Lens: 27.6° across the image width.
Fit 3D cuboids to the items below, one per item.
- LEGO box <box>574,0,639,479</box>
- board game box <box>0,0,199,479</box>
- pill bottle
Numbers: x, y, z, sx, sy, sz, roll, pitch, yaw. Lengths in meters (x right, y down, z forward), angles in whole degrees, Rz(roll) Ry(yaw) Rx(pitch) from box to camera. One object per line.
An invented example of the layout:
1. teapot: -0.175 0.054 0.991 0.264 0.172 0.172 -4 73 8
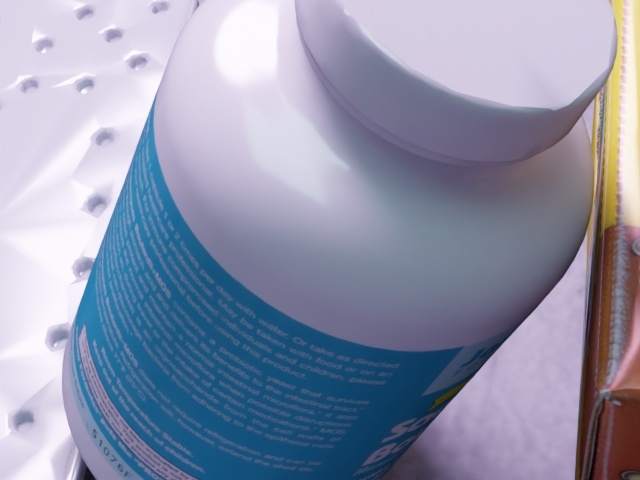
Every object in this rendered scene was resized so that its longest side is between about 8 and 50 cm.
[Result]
1. LEGO box: 0.305 -0.088 0.547 0.372 0.193 0.500 3 53 11
2. board game box: -0.275 0.023 0.642 0.389 0.050 0.390 1 53 10
3. pill bottle: 0.000 0.000 0.463 0.146 0.264 0.146 11 54 -15
